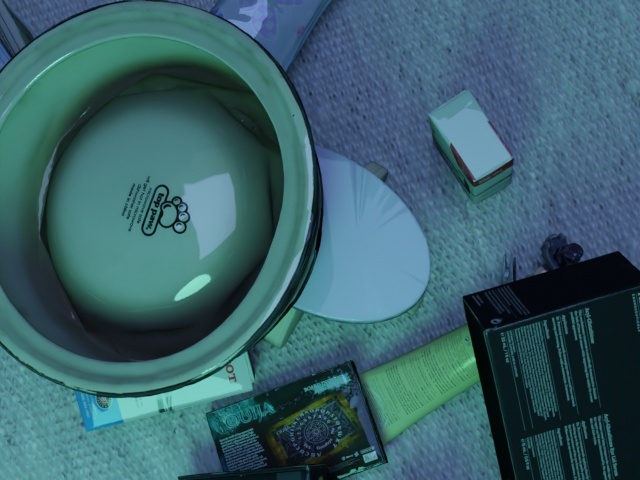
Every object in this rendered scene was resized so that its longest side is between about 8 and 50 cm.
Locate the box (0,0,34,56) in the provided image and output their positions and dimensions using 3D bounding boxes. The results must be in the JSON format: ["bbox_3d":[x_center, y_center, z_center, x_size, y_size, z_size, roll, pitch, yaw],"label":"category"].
[{"bbox_3d":[-0.442,-0.166,1.630,0.232,0.127,0.149,-29,77,-2],"label":"box"}]

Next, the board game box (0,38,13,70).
[{"bbox_3d":[-0.523,-0.180,1.540,0.318,0.066,0.319,-33,77,-3],"label":"board game box"}]

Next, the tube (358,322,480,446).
[{"bbox_3d":[0.136,0.148,1.534,0.240,0.062,0.070,-33,35,22],"label":"tube"}]

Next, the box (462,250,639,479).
[{"bbox_3d":[0.273,0.167,1.438,0.184,0.103,0.261,-15,111,-2],"label":"box"}]

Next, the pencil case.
[{"bbox_3d":[-0.033,-0.314,1.639,0.124,0.113,0.273,39,83,-9],"label":"pencil case"}]

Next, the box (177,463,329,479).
[{"bbox_3d":[-0.068,0.364,1.490,0.175,0.051,0.220,-9,80,27],"label":"box"}]

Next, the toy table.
[{"bbox_3d":[0.000,0.000,1.546,0.274,0.161,0.252,42,84,10],"label":"toy table"}]

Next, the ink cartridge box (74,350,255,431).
[{"bbox_3d":[-0.188,0.120,1.555,0.203,0.086,0.148,-14,95,0],"label":"ink cartridge box"}]

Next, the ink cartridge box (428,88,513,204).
[{"bbox_3d":[0.176,-0.106,1.567,0.056,0.135,0.099,-32,77,0],"label":"ink cartridge box"}]

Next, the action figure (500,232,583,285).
[{"bbox_3d":[0.316,0.079,1.538,0.285,0.099,0.185,-8,90,7],"label":"action figure"}]

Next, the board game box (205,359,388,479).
[{"bbox_3d":[-0.029,0.229,1.556,0.186,0.026,0.126,-20,77,7],"label":"board game box"}]

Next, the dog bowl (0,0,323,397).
[{"bbox_3d":[-0.177,-0.037,1.415,0.408,0.150,0.408,-2,81,16],"label":"dog bowl"}]
